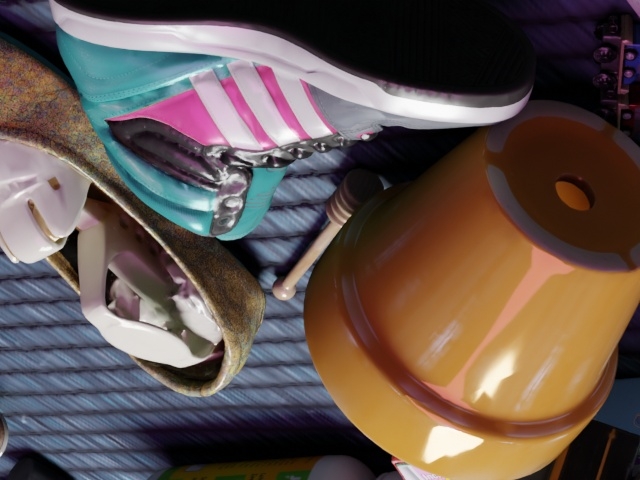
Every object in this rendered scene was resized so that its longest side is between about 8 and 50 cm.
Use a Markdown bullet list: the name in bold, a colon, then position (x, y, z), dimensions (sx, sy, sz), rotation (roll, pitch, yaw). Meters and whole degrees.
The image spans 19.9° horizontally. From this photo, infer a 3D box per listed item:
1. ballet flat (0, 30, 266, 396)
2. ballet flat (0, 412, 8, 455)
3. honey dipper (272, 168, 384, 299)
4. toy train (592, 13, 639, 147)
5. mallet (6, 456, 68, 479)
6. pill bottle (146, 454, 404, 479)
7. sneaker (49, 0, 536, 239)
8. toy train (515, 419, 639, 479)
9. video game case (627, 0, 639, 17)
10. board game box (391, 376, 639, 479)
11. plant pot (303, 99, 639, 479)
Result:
- **ballet flat**: position (-0.161, -0.009, 1.256), dimensions (0.123, 0.123, 0.348), rotation (-17, 133, 33)
- **ballet flat**: position (-0.337, 0.181, 1.601), dimensions (0.213, 0.072, 0.068), rotation (-15, 162, 32)
- **honey dipper**: position (0.000, 0.000, 1.295), dimensions (0.030, 0.030, 0.160), rotation (22, 146, -13)
- **toy train**: position (0.187, -0.080, 1.138), dimensions (0.036, 0.027, 0.158), rotation (1, 142, 9)
- **mallet**: position (-0.309, 0.235, 1.676), dimensions (0.190, 0.039, 0.062), rotation (-11, 138, 33)
- **pill bottle**: position (-0.024, 0.250, 1.527), dimensions (0.246, 0.136, 0.136), rotation (-7, 138, 24)
- **sneaker**: position (-0.020, -0.075, 1.120), dimensions (0.296, 0.123, 0.178), rotation (13, 138, 12)
- **toy train**: position (0.190, 0.253, 1.378), dimensions (0.190, 0.142, 0.334), rotation (20, 145, 10)
- **video game case**: position (0.278, -0.127, 1.059), dimensions (0.157, 0.019, 0.143), rotation (-18, 133, 33)
- **board game box**: position (0.228, 0.232, 1.493), dimensions (0.242, 0.064, 0.316), rotation (-7, 138, 23)
- **plant pot**: position (0.117, 0.019, 1.142), dimensions (0.205, 0.205, 0.188), rotation (21, 139, -11)
